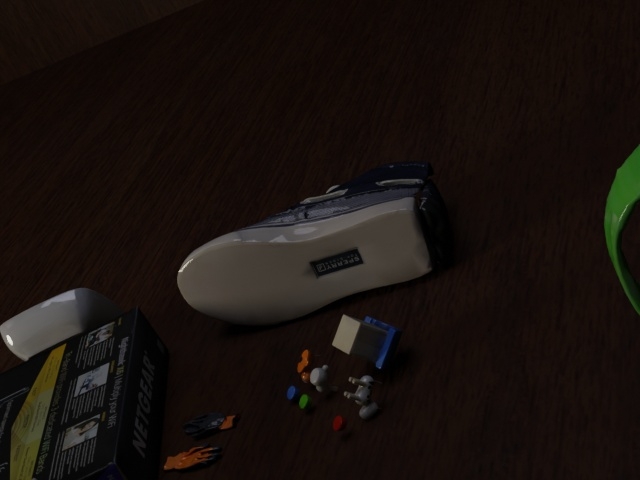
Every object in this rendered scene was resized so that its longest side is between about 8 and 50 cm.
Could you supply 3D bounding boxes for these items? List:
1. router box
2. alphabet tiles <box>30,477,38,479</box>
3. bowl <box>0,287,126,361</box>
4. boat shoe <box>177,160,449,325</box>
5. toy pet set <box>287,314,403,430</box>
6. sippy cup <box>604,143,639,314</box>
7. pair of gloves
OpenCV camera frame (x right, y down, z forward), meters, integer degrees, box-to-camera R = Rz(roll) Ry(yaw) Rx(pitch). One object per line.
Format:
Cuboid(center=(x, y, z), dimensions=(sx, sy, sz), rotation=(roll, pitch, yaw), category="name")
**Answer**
Cuboid(center=(-0.306, 0.231, 1.229), dimensions=(0.243, 0.081, 0.309), rotation=(-26, 27, 9), category="router box")
Cuboid(center=(-0.266, 0.333, 0.992), dimensions=(0.198, 0.009, 0.237), rotation=(-43, 45, -9), category="alphabet tiles")
Cuboid(center=(-0.329, 0.128, 1.395), dimensions=(0.142, 0.142, 0.053), rotation=(-26, 59, 8), category="bowl")
Cuboid(center=(0.000, 0.000, 1.304), dimensions=(0.340, 0.127, 0.158), rotation=(-11, 25, 18), category="boat shoe")
Cuboid(center=(0.036, 0.135, 1.104), dimensions=(0.122, 0.065, 0.114), rotation=(22, 91, 61), category="toy pet set")
Cuboid(center=(0.395, -0.027, 0.813), dimensions=(0.305, 0.224, 0.240), rotation=(0, 38, 45), category="sippy cup")
Cuboid(center=(-0.130, 0.217, 1.157), dimensions=(0.074, 0.010, 0.083), rotation=(-14, 30, 29), category="pair of gloves")
